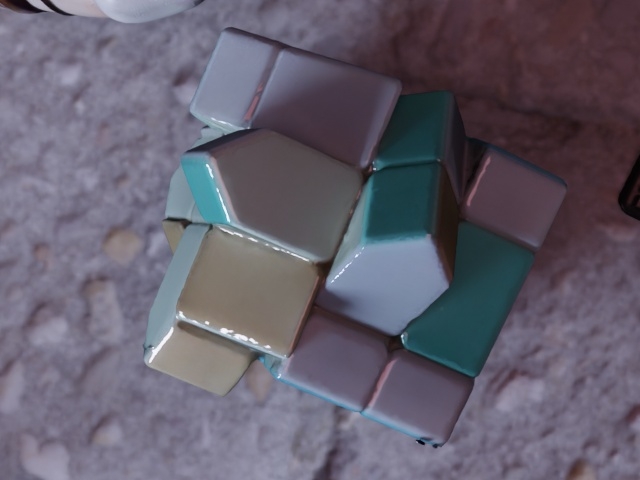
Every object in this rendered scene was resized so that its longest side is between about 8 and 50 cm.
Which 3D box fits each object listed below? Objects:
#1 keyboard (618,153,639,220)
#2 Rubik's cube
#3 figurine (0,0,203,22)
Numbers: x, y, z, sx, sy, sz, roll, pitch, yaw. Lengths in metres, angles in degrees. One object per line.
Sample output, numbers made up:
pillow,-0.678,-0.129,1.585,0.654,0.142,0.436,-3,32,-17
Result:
keyboard,0.320,-0.172,1.238,0.103,0.041,0.381,24,94,-3
Rubik's cube,0.000,0.000,1.145,0.213,0.265,0.224,25,91,-19
figurine,-0.136,-0.299,1.125,0.320,0.196,0.323,-16,113,9
